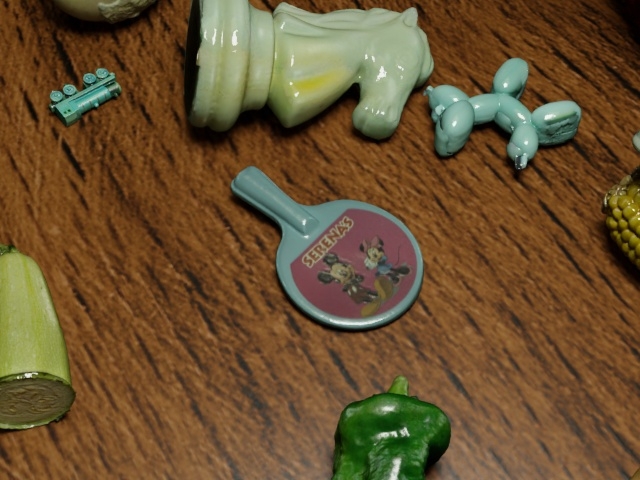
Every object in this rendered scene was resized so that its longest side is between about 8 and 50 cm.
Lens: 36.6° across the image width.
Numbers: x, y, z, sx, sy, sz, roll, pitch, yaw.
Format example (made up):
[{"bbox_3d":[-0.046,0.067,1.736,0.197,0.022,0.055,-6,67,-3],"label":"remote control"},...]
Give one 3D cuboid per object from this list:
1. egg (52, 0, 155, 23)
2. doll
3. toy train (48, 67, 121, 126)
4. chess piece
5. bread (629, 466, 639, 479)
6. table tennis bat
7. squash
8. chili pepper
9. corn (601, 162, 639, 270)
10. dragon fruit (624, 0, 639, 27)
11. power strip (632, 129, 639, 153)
[{"bbox_3d":[-0.265,-0.364,1.227,0.164,0.164,0.201,30,63,20],"label":"egg"},{"bbox_3d":[0.201,-0.147,1.129,0.158,0.059,0.159,-35,63,-23],"label":"doll"},{"bbox_3d":[-0.283,-0.175,1.167,0.092,0.029,0.045,-33,68,-23],"label":"toy train"},{"bbox_3d":[-0.007,-0.205,1.134,0.298,0.176,0.176,1,53,-15],"label":"chess piece"},{"bbox_3d":[0.339,0.288,0.698,0.211,0.270,0.316,6,46,-12],"label":"bread"},{"bbox_3d":[0.000,0.000,1.039,0.244,0.040,0.153,39,63,19],"label":"table tennis bat"},{"bbox_3d":[-0.305,0.078,0.959,0.094,0.094,0.224,-15,48,-11],"label":"squash"},{"bbox_3d":[0.057,0.240,0.828,0.136,0.099,0.270,-10,57,24],"label":"chili pepper"},{"bbox_3d":[0.405,0.047,0.967,0.106,0.106,0.305,-27,62,-19],"label":"corn"},{"bbox_3d":[0.503,-0.357,1.154,0.301,0.296,0.296,-21,56,3],"label":"dragon fruit"},{"bbox_3d":[0.440,-0.053,0.979,0.265,0.059,0.194,-1,42,-50],"label":"power strip"}]
